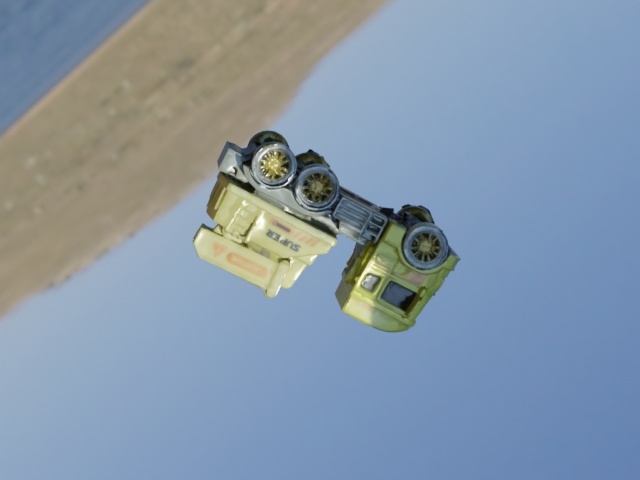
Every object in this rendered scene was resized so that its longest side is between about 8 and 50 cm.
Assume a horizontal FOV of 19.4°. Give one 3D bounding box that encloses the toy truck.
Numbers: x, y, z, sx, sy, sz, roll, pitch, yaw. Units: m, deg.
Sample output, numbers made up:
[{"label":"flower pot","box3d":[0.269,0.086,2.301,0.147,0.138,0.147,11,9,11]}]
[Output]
[{"label":"toy truck","box3d":[0.000,0.000,1.987,0.157,0.272,0.124,-61,-170,7]}]
